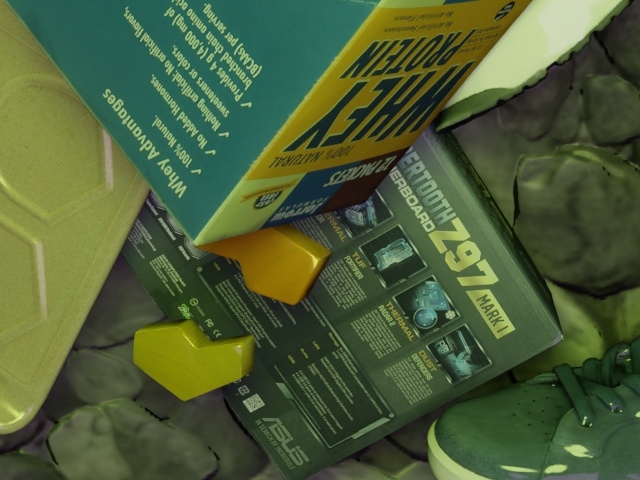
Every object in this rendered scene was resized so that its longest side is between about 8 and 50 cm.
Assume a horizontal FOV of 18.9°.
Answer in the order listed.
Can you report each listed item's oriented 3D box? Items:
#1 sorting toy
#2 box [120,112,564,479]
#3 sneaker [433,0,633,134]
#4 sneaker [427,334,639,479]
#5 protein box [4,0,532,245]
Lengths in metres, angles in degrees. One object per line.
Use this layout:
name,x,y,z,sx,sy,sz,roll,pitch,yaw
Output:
sorting toy,-0.154,-0.017,1.011,0.307,0.041,0.229,33,110,10
box,0.000,0.000,1.063,0.183,0.059,0.232,-30,112,13
sneaker,0.147,-0.243,0.913,0.182,0.158,0.410,43,104,-2
sneaker,0.229,0.061,1.065,0.350,0.131,0.148,-8,118,-8
protein box,-0.022,-0.144,0.880,0.200,0.136,0.201,51,124,17
